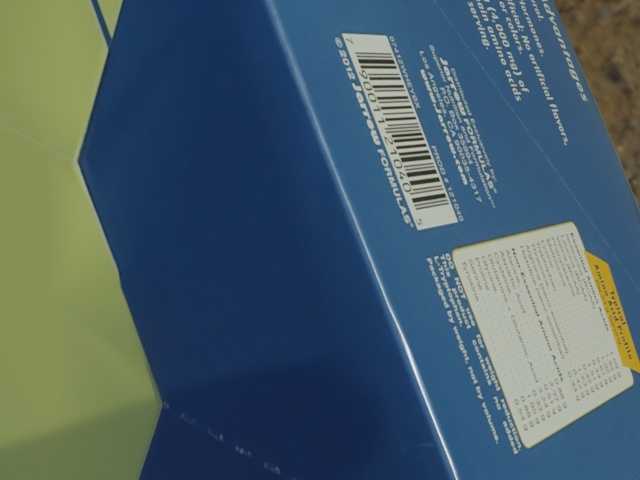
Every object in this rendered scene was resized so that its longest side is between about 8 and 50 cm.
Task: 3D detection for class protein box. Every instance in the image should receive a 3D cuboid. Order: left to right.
[{"bbox_3d":[0.000,0.000,0.428,0.136,0.201,0.200,-24,83,29],"label":"protein box"}]
